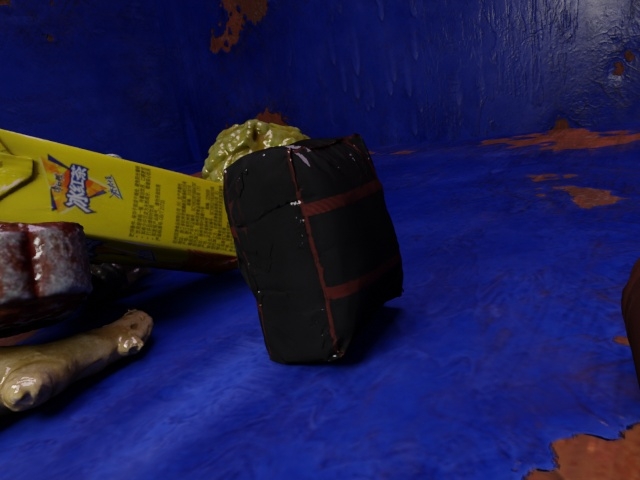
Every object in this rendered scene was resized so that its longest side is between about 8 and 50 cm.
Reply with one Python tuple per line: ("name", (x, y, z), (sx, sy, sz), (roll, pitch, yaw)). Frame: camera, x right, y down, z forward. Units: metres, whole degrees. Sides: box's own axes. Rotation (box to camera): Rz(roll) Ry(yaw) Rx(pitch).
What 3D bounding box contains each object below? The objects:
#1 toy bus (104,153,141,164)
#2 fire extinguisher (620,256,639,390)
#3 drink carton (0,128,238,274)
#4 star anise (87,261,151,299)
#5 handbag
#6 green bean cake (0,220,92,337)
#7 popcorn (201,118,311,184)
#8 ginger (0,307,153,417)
("toy bus", (-0.406, -0.060, 0.821), (0.246, 0.114, 0.134), (3, 50, -2))
("fire extinguisher", (0.216, 0.093, 0.248), (0.135, 0.114, 0.337), (14, 23, 20))
("drink carton", (-0.259, -0.033, 0.678), (0.351, 0.111, 0.154), (12, -19, -38))
("star anise", (-0.368, 0.059, 0.788), (0.212, 0.073, 0.197), (-8, 7, 21))
("handbag", (0.000, 0.000, 0.542), (0.155, 0.215, 0.169), (-8, 9, 36))
("green bean cake", (-0.356, 0.054, 0.531), (0.198, 0.097, 0.232), (-6, -11, -40))
("popcorn", (-0.118, -0.138, 1.100), (0.270, 0.224, 0.257), (-8, -4, 36))
("ginger", (-0.307, 0.130, 0.488), (0.333, 0.081, 0.147), (-9, -10, -46))
